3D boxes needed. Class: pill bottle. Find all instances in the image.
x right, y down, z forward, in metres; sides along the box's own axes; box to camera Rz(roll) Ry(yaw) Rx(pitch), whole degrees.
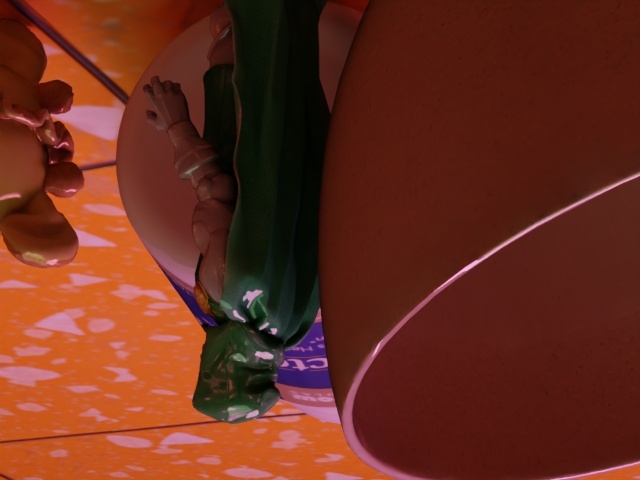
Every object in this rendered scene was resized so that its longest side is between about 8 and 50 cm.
[{"bbox_3d":[0.000,0.000,0.908,0.153,0.153,0.265,-3,158,10],"label":"pill bottle"}]

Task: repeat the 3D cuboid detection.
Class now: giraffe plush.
[{"bbox_3d":[-0.204,-0.042,0.815,0.170,0.181,0.210,0,178,-27],"label":"giraffe plush"}]

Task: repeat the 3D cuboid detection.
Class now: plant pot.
[{"bbox_3d":[0.118,-0.049,0.690,0.284,0.191,0.284,-15,153,-8],"label":"plant pot"}]

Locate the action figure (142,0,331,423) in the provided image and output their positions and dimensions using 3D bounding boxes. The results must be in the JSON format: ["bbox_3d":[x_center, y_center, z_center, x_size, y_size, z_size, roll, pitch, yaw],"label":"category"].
[{"bbox_3d":[-0.028,-0.039,0.706,0.063,0.232,0.137,-5,156,18],"label":"action figure"}]
